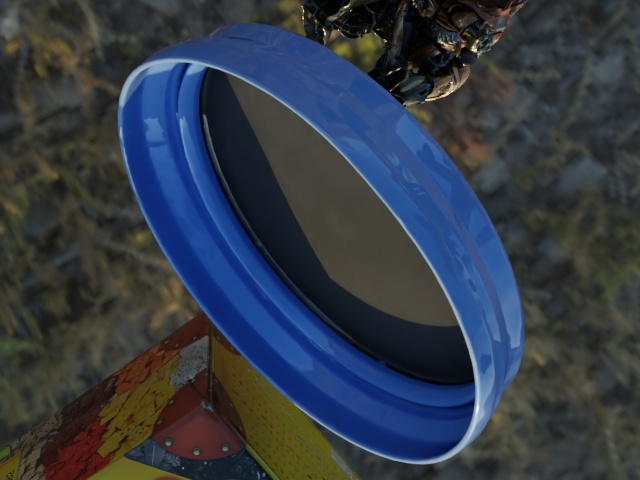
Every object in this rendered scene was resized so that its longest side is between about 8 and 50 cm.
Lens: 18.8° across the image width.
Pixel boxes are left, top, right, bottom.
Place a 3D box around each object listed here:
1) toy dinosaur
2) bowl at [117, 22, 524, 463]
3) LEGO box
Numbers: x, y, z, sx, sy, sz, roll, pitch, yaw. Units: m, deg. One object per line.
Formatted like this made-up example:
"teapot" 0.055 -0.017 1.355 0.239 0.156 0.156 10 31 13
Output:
"toy dinosaur" 0.098 -0.188 1.927 0.218 0.164 0.322 -10 134 -48
"bowl" 0.000 0.000 1.514 0.077 0.391 0.391 -41 139 -26
"LEGO box" -0.104 0.373 1.854 0.372 0.193 0.500 -34 112 13
